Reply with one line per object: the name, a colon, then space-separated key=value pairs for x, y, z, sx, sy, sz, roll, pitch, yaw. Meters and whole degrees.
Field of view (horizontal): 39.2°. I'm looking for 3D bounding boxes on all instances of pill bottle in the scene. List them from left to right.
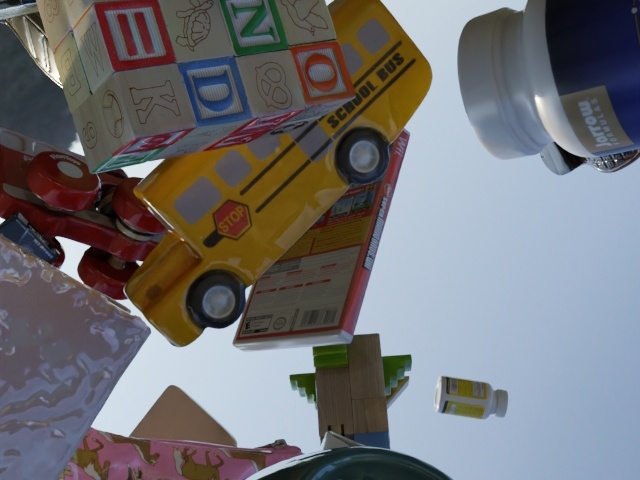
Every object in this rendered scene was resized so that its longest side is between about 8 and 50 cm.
pill bottle: x=0.254 y=0.267 z=1.516 sx=0.116 sy=0.065 sz=0.065 roll=9 pitch=-151 yaw=-1
pill bottle: x=0.249 y=-0.148 z=0.691 sx=0.264 sy=0.153 sz=0.153 roll=-11 pitch=-151 yaw=36

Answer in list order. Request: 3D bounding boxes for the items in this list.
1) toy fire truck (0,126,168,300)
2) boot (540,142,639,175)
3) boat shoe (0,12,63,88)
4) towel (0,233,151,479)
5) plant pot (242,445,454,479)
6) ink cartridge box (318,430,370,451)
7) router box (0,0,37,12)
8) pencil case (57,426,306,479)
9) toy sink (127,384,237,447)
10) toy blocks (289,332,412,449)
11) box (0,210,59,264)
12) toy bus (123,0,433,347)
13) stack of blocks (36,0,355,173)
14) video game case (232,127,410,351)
toy fire truck: x=-0.356 y=-0.061 z=1.365 sx=0.169 sy=0.302 sz=0.254 roll=-57 pitch=-147 yaw=24
boot: x=0.403 y=-0.150 z=1.254 sx=0.106 sy=0.082 sz=0.219 roll=-33 pitch=-169 yaw=-14
boat shoe: x=-0.409 y=-0.341 z=1.339 sx=0.104 sy=0.307 sz=0.111 roll=-39 pitch=170 yaw=-29
towel: x=-0.360 y=0.128 z=0.773 sx=0.317 sy=0.332 sz=0.053 roll=-57 pitch=-147 yaw=-8
plant pot: x=0.020 y=0.249 z=0.575 sx=0.290 sy=0.195 sz=0.290 roll=13 pitch=-147 yaw=-9
ink cartridge box: x=0.059 y=0.380 z=0.966 sx=0.289 sy=0.211 sz=0.121 roll=-67 pitch=-168 yaw=-9
router box: x=-0.389 y=-0.306 z=1.068 sx=0.308 sy=0.081 sz=0.243 roll=-2 pitch=-162 yaw=29
pencil case: x=-0.190 y=0.332 z=1.149 sx=0.160 sy=0.386 sz=0.167 roll=-59 pitch=-148 yaw=33
toy sink: x=-0.224 y=0.363 z=1.387 sx=0.152 sy=0.131 sz=0.234 roll=36 pitch=-93 yaw=25
toy blocks: x=0.053 y=0.315 z=1.338 sx=0.190 sy=0.381 sz=0.261 roll=-4 pitch=-118 yaw=1
box: x=-0.409 y=0.010 z=1.222 sx=0.067 sy=0.083 sz=0.018 roll=-34 pitch=-157 yaw=10
toy bus: x=-0.049 y=-0.063 z=0.803 sx=0.332 sy=0.130 sz=0.108 roll=-45 pitch=-161 yaw=-8
stack of blocks: x=-0.107 y=-0.211 z=0.609 sx=0.171 sy=0.297 sz=0.087 roll=-17 pitch=179 yaw=-34
video game case: x=0.000 y=0.000 z=1.117 sx=0.204 sy=0.025 sz=0.285 roll=-12 pitch=-127 yaw=48
